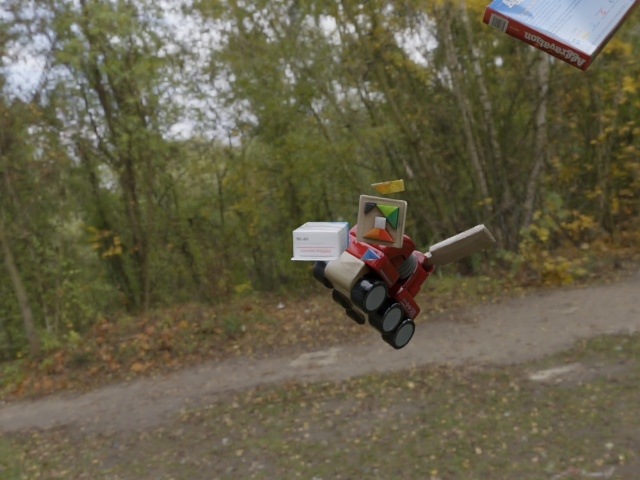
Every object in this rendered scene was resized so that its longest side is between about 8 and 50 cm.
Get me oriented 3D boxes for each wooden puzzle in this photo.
[{"bbox_3d":[0.084,-0.027,1.022,0.078,0.117,0.014,3,11,26],"label":"wooden puzzle"}]

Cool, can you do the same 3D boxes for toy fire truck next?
[{"bbox_3d":[0.146,0.036,1.205,0.158,0.246,0.217,30,-13,39],"label":"toy fire truck"}]

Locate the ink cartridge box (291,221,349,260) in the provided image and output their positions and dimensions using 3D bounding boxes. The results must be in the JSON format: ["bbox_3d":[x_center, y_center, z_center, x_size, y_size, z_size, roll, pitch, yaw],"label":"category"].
[{"bbox_3d":[0.000,0.000,0.757,0.048,0.028,0.083,0,10,11],"label":"ink cartridge box"}]

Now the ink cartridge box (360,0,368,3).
[{"bbox_3d":[0.097,-0.517,1.166,0.231,0.134,0.078,-56,18,-16],"label":"ink cartridge box"}]

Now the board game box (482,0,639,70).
[{"bbox_3d":[0.344,-0.333,0.958,0.281,0.145,0.027,-46,-20,-31],"label":"board game box"}]
